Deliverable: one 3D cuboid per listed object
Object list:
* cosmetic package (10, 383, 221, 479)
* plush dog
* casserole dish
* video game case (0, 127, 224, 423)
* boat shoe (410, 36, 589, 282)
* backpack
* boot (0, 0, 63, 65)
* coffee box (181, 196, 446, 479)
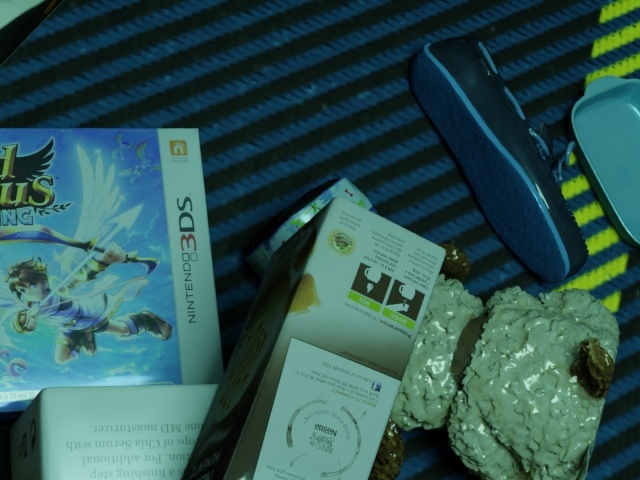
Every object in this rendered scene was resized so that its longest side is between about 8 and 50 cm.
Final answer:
[{"bbox_3d":[-0.107,0.345,1.191,0.230,0.161,0.453,2,72,-20],"label":"cosmetic package"},{"bbox_3d":[0.134,0.117,1.353,0.225,0.210,0.262,15,67,11],"label":"plush dog"},{"bbox_3d":[0.312,-0.073,1.542,0.114,0.037,0.188,-23,82,-24],"label":"casserole dish"},{"bbox_3d":[-0.225,0.026,1.311,0.269,0.061,0.244,-2,73,-19],"label":"video game case"},{"bbox_3d":[0.187,-0.088,1.467,0.089,0.109,0.258,-26,85,-28],"label":"boat shoe"},{"bbox_3d":[0.000,0.000,1.367,0.105,0.114,0.084,-41,89,-26],"label":"backpack"},{"bbox_3d":[-0.314,-0.249,1.358,0.176,0.088,0.244,39,57,-3],"label":"boot"},{"bbox_3d":[-0.012,0.111,1.138,0.098,0.141,0.246,27,63,-11],"label":"coffee box"}]
